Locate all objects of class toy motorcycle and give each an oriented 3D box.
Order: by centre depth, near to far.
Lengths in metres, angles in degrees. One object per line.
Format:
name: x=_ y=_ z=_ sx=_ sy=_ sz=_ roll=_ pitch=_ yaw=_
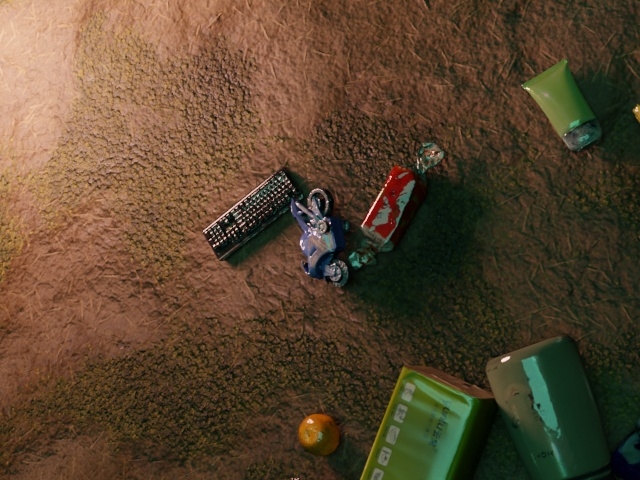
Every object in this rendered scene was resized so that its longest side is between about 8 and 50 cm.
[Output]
toy motorcycle: x=0.000 y=0.000 z=1.850 sx=0.114 sy=0.076 sz=0.205 roll=-22 pitch=77 yaw=41

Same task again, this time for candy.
candy: x=0.605 y=0.307 z=1.595 sx=0.145 sy=0.070 sz=0.275 roll=24 pitch=100 yaw=18
candy: x=0.146 y=-0.065 z=1.820 sx=0.086 sy=0.059 sz=0.292 roll=30 pitch=92 yaw=22

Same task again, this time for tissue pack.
tissue pack: x=0.192 y=0.379 z=1.666 sx=0.167 sy=0.200 sz=0.275 roll=22 pitch=91 yaw=23

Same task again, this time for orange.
orange: x=-0.001 y=0.377 z=1.806 sx=0.083 sy=0.070 sz=0.083 roll=-5 pitch=81 yaw=32

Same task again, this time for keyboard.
keyboard: x=-0.142 y=-0.054 z=1.941 sx=0.230 sy=0.025 sz=0.094 roll=-38 pitch=69 yaw=11

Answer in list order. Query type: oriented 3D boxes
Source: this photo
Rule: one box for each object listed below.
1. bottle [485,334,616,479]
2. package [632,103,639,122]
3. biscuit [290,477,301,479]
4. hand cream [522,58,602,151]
bottle: x=0.414 y=0.347 z=1.613 sx=0.168 sy=0.168 sz=0.347 roll=-20 pitch=80 yaw=16
package: x=0.647 y=-0.155 z=1.635 sx=0.168 sy=0.090 sz=0.226 roll=-9 pitch=77 yaw=16
biscuit: x=0.036 y=0.557 z=1.720 sx=0.237 sy=0.013 sz=0.232 roll=24 pitch=133 yaw=21
hand cream: x=0.460 y=-0.247 z=1.742 sx=0.095 sy=0.046 sz=0.175 roll=-31 pitch=67 yaw=14
